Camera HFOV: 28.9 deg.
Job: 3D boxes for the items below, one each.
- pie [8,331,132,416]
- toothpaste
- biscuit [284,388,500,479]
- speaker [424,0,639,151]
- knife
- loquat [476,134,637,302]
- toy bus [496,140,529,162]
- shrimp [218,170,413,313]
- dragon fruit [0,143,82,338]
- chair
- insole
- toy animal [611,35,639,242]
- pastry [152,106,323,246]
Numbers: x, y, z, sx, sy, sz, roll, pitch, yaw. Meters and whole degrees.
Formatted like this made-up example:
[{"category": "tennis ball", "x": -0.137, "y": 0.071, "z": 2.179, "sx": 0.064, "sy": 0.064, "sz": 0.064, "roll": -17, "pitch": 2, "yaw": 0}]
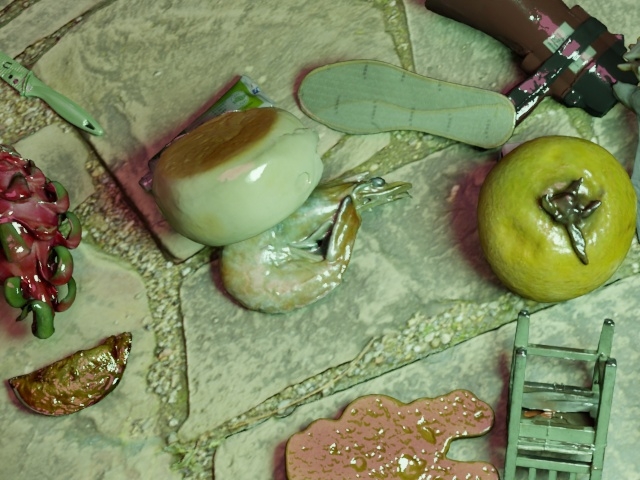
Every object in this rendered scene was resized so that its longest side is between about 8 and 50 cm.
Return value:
[{"category": "pie", "x": -0.351, "y": 0.201, "z": 1.791, "sx": 0.191, "sy": 0.033, "sz": 0.088, "roll": -23, "pitch": 72, "yaw": -5}, {"category": "toothpaste", "x": -0.181, "y": -0.160, "z": 1.919, "sx": 0.248, "sy": 0.047, "sz": 0.078, "roll": -43, "pitch": 73, "yaw": -15}, {"category": "biscuit", "x": 0.098, "y": 0.298, "z": 1.713, "sx": 0.295, "sy": 0.044, "sz": 0.186, "roll": -1, "pitch": 64, "yaw": 3}, {"category": "speaker", "x": 0.300, "y": -0.299, "z": 1.873, "sx": 0.259, "sy": 0.198, "sz": 0.329, "roll": -34, "pitch": 78, "yaw": -24}, {"category": "knife", "x": -0.460, "y": -0.244, "z": 1.986, "sx": 0.293, "sy": 0.020, "sz": 0.043, "roll": 36, "pitch": 76, "yaw": 17}, {"category": "loquat", "x": 0.329, "y": -0.032, "z": 1.724, "sx": 0.243, "sy": 0.244, "sz": 0.244, "roll": -1, "pitch": 68, "yaw": 4}, {"category": "toy bus", "x": 0.328, "y": -0.117, "z": 1.846, "sx": 0.122, "sy": 0.075, "sz": 0.060, "roll": -7, "pitch": 67, "yaw": 2}, {"category": "shrimp", "x": 0.000, "y": 0.000, "z": 1.830, "sx": 0.317, "sy": 0.077, "sz": 0.168, "roll": -24, "pitch": 77, "yaw": 0}, {"category": "dragon fruit", "x": -0.445, "y": -0.012, "z": 1.805, "sx": 0.272, "sy": 0.218, "sz": 0.198, "roll": 36, "pitch": 112, "yaw": 12}, {"category": "chair", "x": 0.320, "y": 0.247, "z": 1.684, "sx": 0.136, "sy": 0.147, "sz": 0.271, "roll": 5, "pitch": 112, "yaw": 8}, {"category": "insole", "x": 0.127, "y": -0.206, "z": 1.886, "sx": 0.348, "sy": 0.009, "sz": 0.119, "roll": 13, "pitch": 99, "yaw": 18}, {"category": "toy animal", "x": 0.515, "y": -0.138, "z": 1.697, "sx": 0.225, "sy": 0.284, "sz": 0.302, "roll": -42, "pitch": 102, "yaw": -10}, {"category": "pastry", "x": -0.120, "y": -0.096, "z": 1.792, "sx": 0.264, "sy": 0.133, "sz": 0.265, "roll": -23, "pitch": 27, "yaw": 13}]
